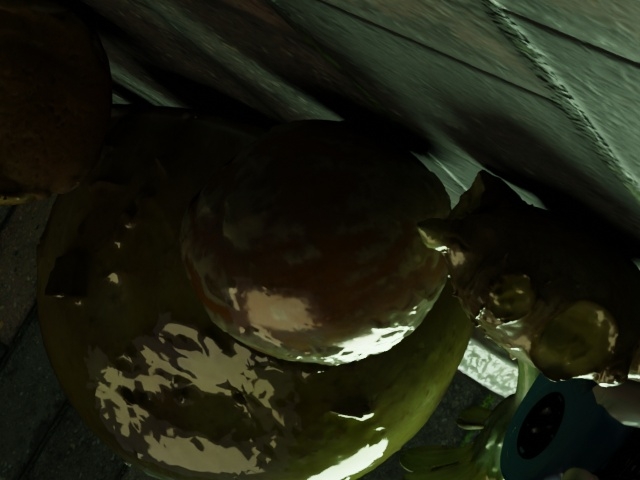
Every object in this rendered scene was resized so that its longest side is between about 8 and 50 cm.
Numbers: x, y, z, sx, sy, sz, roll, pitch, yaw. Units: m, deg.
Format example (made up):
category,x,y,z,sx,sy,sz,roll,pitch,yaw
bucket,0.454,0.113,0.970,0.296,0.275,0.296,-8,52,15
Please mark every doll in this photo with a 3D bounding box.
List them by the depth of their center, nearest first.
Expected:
category,x,y,z,sx,sy,sz,roll,pitch,yaw
doll,0.348,0.271,1.860,0.310,0.240,0.284,33,-161,-18

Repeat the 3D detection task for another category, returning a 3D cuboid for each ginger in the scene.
category,x,y,z,sx,sy,sz,roll,pitch,yaw
ginger,0.154,0.029,1.214,0.216,0.102,0.157,28,-156,-27

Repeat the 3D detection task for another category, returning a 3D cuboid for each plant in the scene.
category,x,y,z,sx,sy,sz,roll,pitch,yaw
plant,0.270,0.256,2.074,0.261,0.306,0.297,58,155,18

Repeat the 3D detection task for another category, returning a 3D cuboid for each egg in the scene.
category,x,y,z,sx,sy,sz,roll,pitch,yaw
egg,0.000,0.000,1.345,0.195,0.195,0.233,33,153,-29

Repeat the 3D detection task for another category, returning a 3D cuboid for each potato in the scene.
category,x,y,z,sx,sy,sz,roll,pitch,yaw
potato,-0.087,0.089,1.750,0.442,0.319,0.385,12,161,32

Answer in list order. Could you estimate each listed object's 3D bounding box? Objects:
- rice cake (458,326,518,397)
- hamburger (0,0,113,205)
category,x,y,z,sx,sy,sz,roll,pitch,yaw
rice cake,0.171,0.117,2.285,0.399,0.064,0.070,33,-157,-27
hamburger,-0.339,-0.141,1.642,0.245,0.260,0.211,52,170,-30
